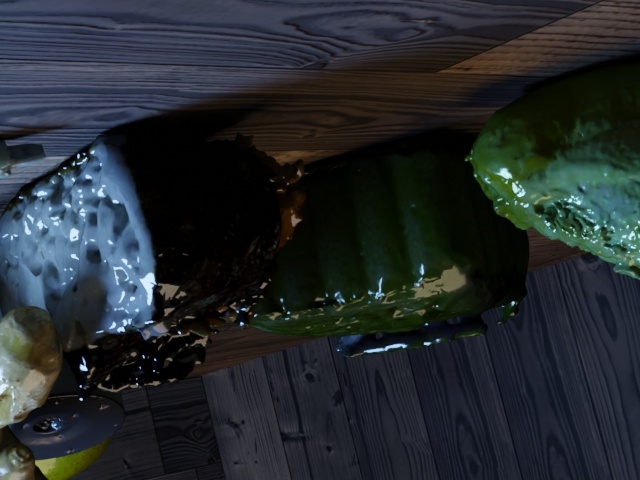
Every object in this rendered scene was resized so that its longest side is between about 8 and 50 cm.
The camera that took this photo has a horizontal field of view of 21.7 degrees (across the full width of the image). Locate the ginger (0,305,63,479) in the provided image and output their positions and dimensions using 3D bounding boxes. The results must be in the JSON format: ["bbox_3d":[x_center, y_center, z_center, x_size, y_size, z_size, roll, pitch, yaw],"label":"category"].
[{"bbox_3d":[-0.388,0.180,1.651,0.363,0.348,0.122,7,-145,18],"label":"ginger"}]

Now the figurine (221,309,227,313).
[{"bbox_3d":[-0.171,0.089,2.561,0.197,0.093,0.147,-12,161,-7],"label":"figurine"}]

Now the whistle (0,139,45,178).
[{"bbox_3d":[-0.287,-0.068,1.435,0.100,0.035,0.035,-12,172,-20],"label":"whistle"}]

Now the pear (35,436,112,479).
[{"bbox_3d":[-0.442,0.246,2.519,0.294,0.294,0.294,-14,172,-2],"label":"pear"}]

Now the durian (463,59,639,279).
[{"bbox_3d":[0.330,-0.084,1.754,0.339,0.204,0.256,22,-141,22],"label":"durian"}]

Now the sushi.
[{"bbox_3d":[-0.175,0.027,1.623,0.207,0.234,0.348,-8,175,-38],"label":"sushi"}]

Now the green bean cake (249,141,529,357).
[{"bbox_3d":[0.070,0.022,2.022,0.335,0.218,0.319,-16,170,25],"label":"green bean cake"}]

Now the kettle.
[{"bbox_3d":[-0.336,0.099,1.807,0.221,0.236,0.161,3,148,-29],"label":"kettle"}]

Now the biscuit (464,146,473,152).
[{"bbox_3d":[0.268,-0.117,2.152,0.232,0.013,0.237,-15,173,7],"label":"biscuit"}]
